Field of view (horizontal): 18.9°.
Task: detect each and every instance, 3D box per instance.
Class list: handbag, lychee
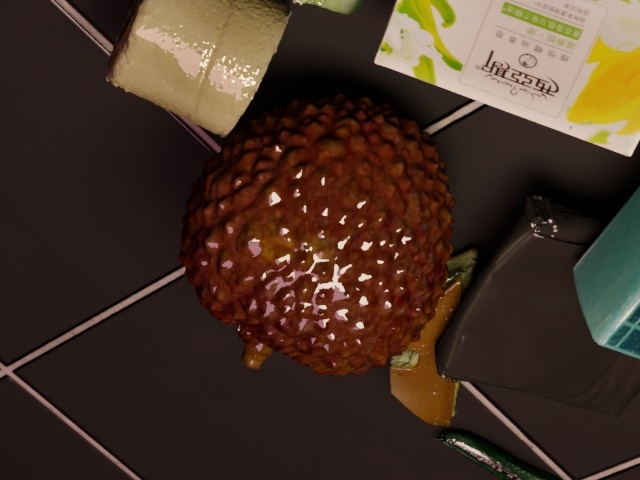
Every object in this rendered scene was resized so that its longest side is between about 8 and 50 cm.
[{"bbox_3d":[0.257,0.065,1.969,0.223,0.080,0.247,15,130,-15],"label":"handbag"},{"bbox_3d":[0.000,0.000,1.901,0.275,0.276,0.304,27,104,-7],"label":"lychee"}]

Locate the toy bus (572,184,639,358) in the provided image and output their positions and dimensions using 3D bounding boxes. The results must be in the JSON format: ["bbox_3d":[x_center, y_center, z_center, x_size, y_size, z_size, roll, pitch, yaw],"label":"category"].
[{"bbox_3d":[0.356,-0.006,1.777,0.147,0.128,0.256,19,126,-23],"label":"toy bus"}]

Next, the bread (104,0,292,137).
[{"bbox_3d":[-0.121,-0.191,1.854,0.141,0.134,0.148,27,124,-7],"label":"bread"}]

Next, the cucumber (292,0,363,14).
[{"bbox_3d":[-0.001,-0.273,1.786,0.116,0.062,0.115,22,138,-12],"label":"cucumber"}]

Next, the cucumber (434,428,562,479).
[{"bbox_3d":[0.219,0.265,2.242,0.184,0.036,0.033,29,102,-9],"label":"cucumber"}]

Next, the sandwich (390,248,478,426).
[{"bbox_3d":[0.115,0.105,2.086,0.088,0.090,0.244,9,134,7],"label":"sandwich"}]

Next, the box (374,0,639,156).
[{"bbox_3d":[0.202,-0.214,1.732,0.260,0.111,0.194,18,136,0],"label":"box"}]
